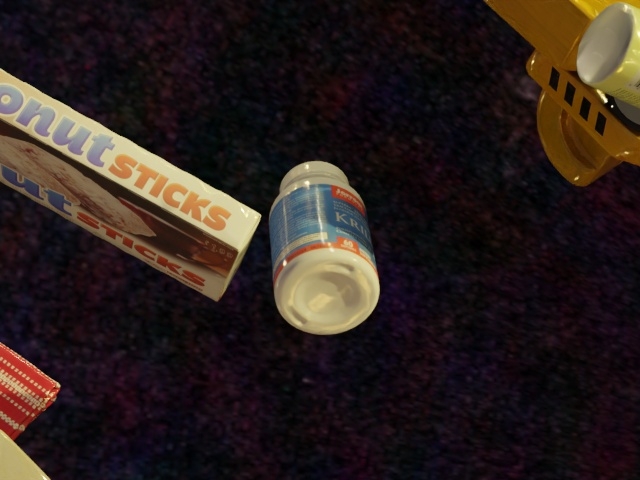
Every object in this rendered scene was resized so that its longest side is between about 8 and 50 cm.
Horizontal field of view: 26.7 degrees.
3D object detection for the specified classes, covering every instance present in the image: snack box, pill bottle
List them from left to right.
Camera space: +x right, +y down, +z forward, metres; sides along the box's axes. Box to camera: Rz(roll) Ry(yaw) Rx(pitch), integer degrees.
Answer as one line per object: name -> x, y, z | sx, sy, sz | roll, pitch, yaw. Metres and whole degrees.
snack box -> -0.111, -0.035, 0.551 | 0.178, 0.064, 0.022 | 29, 66, -1
pill bottle -> 0.000, 0.000, 1.632 | 0.124, 0.124, 0.221 | -39, 31, 22

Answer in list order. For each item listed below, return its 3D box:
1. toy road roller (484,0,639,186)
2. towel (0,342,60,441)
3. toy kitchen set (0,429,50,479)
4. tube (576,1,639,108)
toy road roller -> 0.316, -0.215, 1.550 | 0.329, 0.202, 0.240 | 47, 142, 15
towel -> -0.405, 0.187, 1.262 | 0.199, 0.031, 0.275 | 31, 59, 17
toy kitchen set -> -0.315, 0.150, 0.889 | 0.207, 0.122, 0.166 | 46, 66, -1
tube -> 0.294, -0.099, 0.968 | 0.062, 0.240, 0.070 | -68, 23, 6
